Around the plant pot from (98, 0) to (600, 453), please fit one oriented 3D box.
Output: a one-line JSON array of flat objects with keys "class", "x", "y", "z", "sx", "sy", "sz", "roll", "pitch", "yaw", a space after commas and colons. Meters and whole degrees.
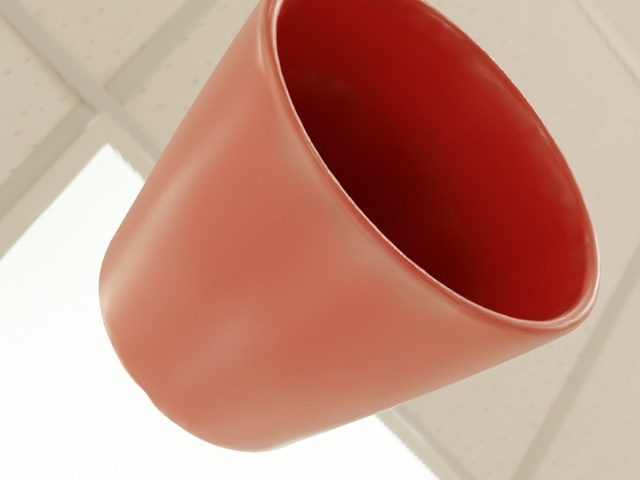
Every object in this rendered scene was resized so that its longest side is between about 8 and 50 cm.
[{"class": "plant pot", "x": 0.000, "y": 0.000, "z": 0.791, "sx": 0.275, "sy": 0.243, "sz": 0.275, "roll": 29, "pitch": -139, "yaw": -28}]
